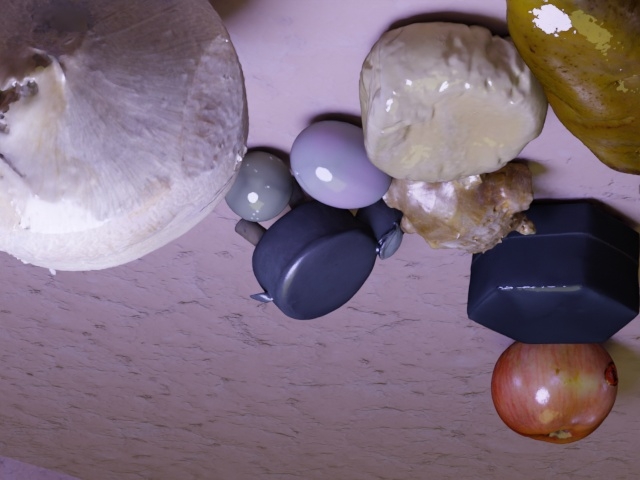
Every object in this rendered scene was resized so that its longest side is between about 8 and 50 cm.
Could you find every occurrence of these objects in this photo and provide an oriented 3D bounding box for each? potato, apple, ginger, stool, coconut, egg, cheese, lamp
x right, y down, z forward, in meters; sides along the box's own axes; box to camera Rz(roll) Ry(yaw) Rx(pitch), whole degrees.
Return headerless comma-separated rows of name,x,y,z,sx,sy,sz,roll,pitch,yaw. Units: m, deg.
potato,0.302,-0.189,1.706,0.176,0.195,0.369,-39,143,10
apple,0.370,0.233,2.637,0.209,0.164,0.209,3,158,1
ginger,0.183,-0.052,2.112,0.216,0.102,0.157,22,125,-23
stool,-0.001,0.006,2.224,0.228,0.139,0.153,-14,139,-34
coconut,-0.249,-0.148,1.682,0.346,0.346,0.360,4,165,4
egg,0.025,-0.092,2.051,0.135,0.103,0.103,25,150,-27
cheese,0.149,-0.154,1.879,0.214,0.117,0.226,2,152,-8
lamp,-0.112,-0.092,2.126,0.163,0.091,0.091,36,145,-21
stool,0.313,0.046,2.254,0.232,0.141,0.232,4,157,2

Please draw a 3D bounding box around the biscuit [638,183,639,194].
biscuit,0.451,-0.049,2.159,0.071,0.018,0.147,-4,155,18
